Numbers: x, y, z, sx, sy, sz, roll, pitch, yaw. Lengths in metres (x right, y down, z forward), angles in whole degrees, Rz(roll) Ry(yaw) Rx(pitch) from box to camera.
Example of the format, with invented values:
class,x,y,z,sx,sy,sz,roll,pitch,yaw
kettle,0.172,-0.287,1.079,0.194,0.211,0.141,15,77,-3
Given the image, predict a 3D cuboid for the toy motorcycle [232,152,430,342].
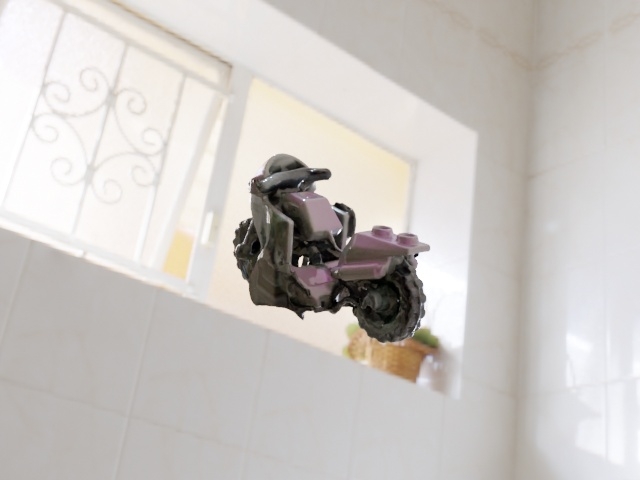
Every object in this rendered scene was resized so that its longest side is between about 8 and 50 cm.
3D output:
class,x,y,z,sx,sy,sz,roll,pitch,yaw
toy motorcycle,0.000,0.000,1.087,0.143,0.188,0.327,-9,18,-40
